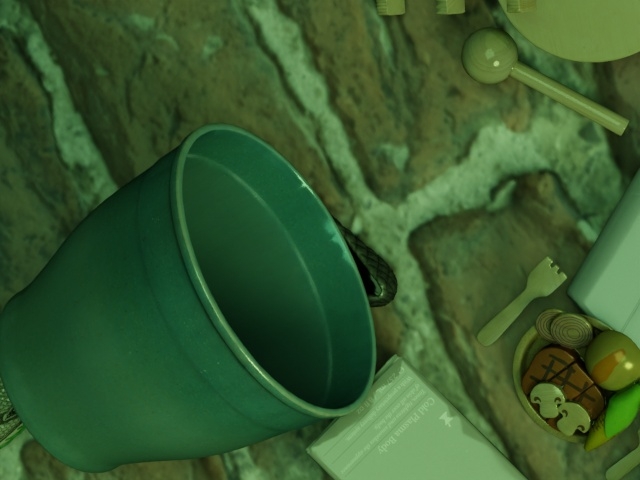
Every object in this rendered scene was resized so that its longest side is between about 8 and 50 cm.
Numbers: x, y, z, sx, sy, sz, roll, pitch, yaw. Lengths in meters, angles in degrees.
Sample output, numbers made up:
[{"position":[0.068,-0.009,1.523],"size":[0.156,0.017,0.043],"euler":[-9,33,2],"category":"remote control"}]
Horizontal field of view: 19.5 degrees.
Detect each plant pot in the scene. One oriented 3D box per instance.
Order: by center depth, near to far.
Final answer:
[{"position":[-0.133,0.074,1.622],"size":[0.255,0.272,0.271],"euler":[-27,81,25],"category":"plant pot"}]

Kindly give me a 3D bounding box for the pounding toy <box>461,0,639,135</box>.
[{"position":[0.242,-0.241,1.704],"size":[0.183,0.110,0.236],"euler":[20,114,1],"category":"pounding toy"}]

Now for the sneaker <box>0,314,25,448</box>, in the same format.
[{"position":[-0.396,0.186,1.692],"size":[0.344,0.146,0.134],"euler":[-31,98,4],"category":"sneaker"}]

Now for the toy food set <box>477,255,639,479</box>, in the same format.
[{"position":[0.228,0.123,1.661],"size":[0.192,0.038,0.132],"euler":[46,121,9],"category":"toy food set"}]

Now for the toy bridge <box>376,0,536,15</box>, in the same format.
[{"position":[0.116,-0.235,1.680],"size":[0.188,0.026,0.063],"euler":[7,104,48],"category":"toy bridge"}]

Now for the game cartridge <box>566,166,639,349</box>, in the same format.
[{"position":[0.383,0.062,1.669],"size":[0.297,0.062,0.198],"euler":[30,84,9],"category":"game cartridge"}]

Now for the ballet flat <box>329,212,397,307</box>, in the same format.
[{"position":[0.000,0.000,1.720],"size":[0.173,0.049,0.057],"euler":[34,88,9],"category":"ballet flat"}]

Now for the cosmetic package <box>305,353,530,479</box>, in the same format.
[{"position":[0.114,0.229,1.659],"size":[0.238,0.107,0.127],"euler":[43,88,12],"category":"cosmetic package"}]
